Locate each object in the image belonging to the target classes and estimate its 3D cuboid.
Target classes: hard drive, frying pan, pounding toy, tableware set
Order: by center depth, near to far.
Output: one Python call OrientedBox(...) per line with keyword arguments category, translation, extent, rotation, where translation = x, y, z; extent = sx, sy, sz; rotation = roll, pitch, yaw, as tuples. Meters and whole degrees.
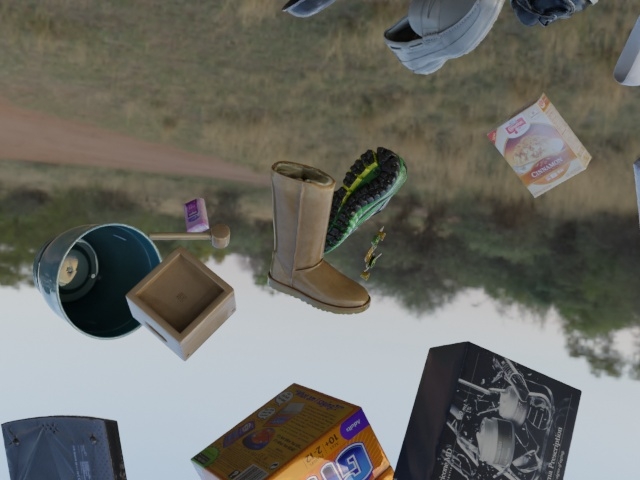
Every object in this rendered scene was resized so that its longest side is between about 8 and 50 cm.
OrientedBox(category="pounding toy", translation=(-0.224, 0.065, 1.436), extent=(0.181, 0.206, 0.094), rotation=(37, 155, 17))
OrientedBox(category="frying pan", translation=(0.052, -0.478, 1.461), extent=(0.197, 0.053, 0.326), rotation=(-17, -153, 48))
OrientedBox(category="hard drive", translation=(-0.449, 0.389, 1.500), extent=(0.254, 0.172, 0.054), rotation=(-9, -179, 29))
OrientedBox(category="tableware set", translation=(0.147, 0.040, 2.357), extent=(0.024, 0.154, 0.104), rotation=(26, -151, 13))

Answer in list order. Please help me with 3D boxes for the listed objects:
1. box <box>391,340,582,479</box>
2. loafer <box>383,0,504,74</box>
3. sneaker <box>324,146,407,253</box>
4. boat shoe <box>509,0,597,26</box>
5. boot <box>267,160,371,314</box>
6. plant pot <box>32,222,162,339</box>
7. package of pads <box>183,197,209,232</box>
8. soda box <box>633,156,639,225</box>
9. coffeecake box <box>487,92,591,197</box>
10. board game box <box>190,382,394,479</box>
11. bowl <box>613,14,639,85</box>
OrientedBox(category="box", translation=(0.363, 0.439, 1.858), extent=(0.312, 0.343, 0.179), rotation=(23, 160, -15))
OrientedBox(category="loafer", translation=(0.196, -0.358, 1.392), extent=(0.111, 0.112, 0.319), rotation=(28, 164, -14))
OrientedBox(category="sneaker", translation=(0.080, -0.076, 2.044), extent=(0.343, 0.134, 0.146), rotation=(-39, 159, 19))
OrientedBox(category="boat shoe", translation=(0.396, -0.436, 1.521), extent=(0.127, 0.113, 0.340), rotation=(40, -163, -14))
OrientedBox(category="boot", translation=(0.000, 0.000, 1.668), extent=(0.236, 0.270, 0.089), rotation=(15, -148, 13))
OrientedBox(category="plant pot", translation=(-0.557, 0.084, 2.048), extent=(0.271, 0.272, 0.255), rotation=(6, -179, -40))
OrientedBox(category="package of pads", translation=(-0.290, -0.056, 1.986), extent=(0.050, 0.083, 0.032), rotation=(-23, 146, 13))
OrientedBox(category="soda box", translation=(0.623, -0.076, 1.507), extent=(0.083, 0.092, 0.263), rotation=(44, 176, 35))
OrientedBox(category="coffeecake box", translation=(0.492, -0.213, 1.916), extent=(0.142, 0.185, 0.068), rotation=(-33, -171, 40))
OrientedBox(category="board game box", translation=(-0.046, 0.631, 2.158), extent=(0.356, 0.357, 0.356), rotation=(-34, -163, -24))
OrientedBox(category="bowl", translation=(0.624, -0.365, 1.636), extent=(0.053, 0.142, 0.142), rotation=(19, -159, 2))
